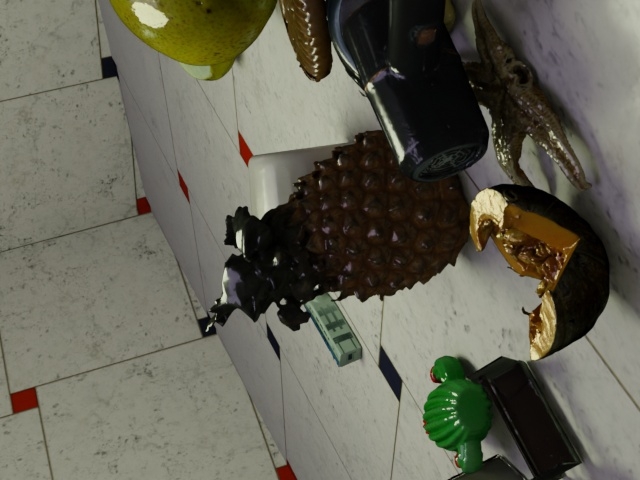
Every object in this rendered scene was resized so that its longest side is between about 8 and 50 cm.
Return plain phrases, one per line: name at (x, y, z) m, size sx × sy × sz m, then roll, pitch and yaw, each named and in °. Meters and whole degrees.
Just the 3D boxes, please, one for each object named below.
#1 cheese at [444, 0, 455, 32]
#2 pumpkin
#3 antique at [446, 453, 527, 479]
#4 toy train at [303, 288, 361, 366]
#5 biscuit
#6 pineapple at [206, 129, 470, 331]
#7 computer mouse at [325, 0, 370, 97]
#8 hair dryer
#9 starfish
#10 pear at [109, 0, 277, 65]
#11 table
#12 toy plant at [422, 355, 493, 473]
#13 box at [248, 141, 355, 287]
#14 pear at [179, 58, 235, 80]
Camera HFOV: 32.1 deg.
cheese at (0.104, -0.303, 1.271) m, size 0.086 × 0.036 × 0.162 m, roll 105°, pitch 142°, yaw -75°
pumpkin at (0.233, 0.022, 1.127) m, size 0.119 × 0.108 × 0.183 m, roll 105°, pitch 147°, yaw -61°
antique at (0.240, 0.418, 1.576) m, size 0.152 × 0.147 × 0.147 m, roll 41°, pitch 152°, yaw 58°
toy train at (0.007, 0.142, 2.194) m, size 0.051 × 0.052 × 0.233 m, roll 93°, pitch 152°, yaw -51°
biscuit at (-0.038, -0.364, 1.453) m, size 0.318 × 0.040 × 0.317 m, roll 166°, pitch 90°, yaw -86°
pineapple at (0.000, -0.001, 1.431) m, size 0.223 × 0.357 × 0.223 m, roll 59°, pitch 165°, yaw 27°
computer mouse at (0.064, -0.236, 1.325) m, size 0.137 × 0.096 × 0.233 m, roll -10°, pitch -102°, yaw -78°
hair dryer at (0.094, -0.193, 1.047) m, size 0.352 × 0.107 × 0.189 m, roll 76°, pitch 174°, yaw -73°
starfish at (0.196, -0.132, 1.165) m, size 0.138 × 0.050 × 0.247 m, roll 98°, pitch 150°, yaw -65°
pear at (-0.195, -0.415, 1.734) m, size 0.294 × 0.294 × 0.294 m, roll 159°, pitch 90°, yaw -75°
table at (0.259, 0.227, 1.384) m, size 0.146 × 0.062 × 0.175 m, roll 63°, pitch -164°, yaw 20°
toy plant at (0.192, 0.246, 1.630) m, size 0.240 × 0.088 × 0.154 m, roll -128°, pitch 32°, yaw -77°
box at (0.008, -0.040, 1.665) m, size 0.291 × 0.262 × 0.206 m, roll -6°, pitch 96°, yaw 35°
pear at (-0.218, -0.385, 2.168) m, size 0.141 × 0.104 × 0.141 m, roll 32°, pitch 145°, yaw 26°
